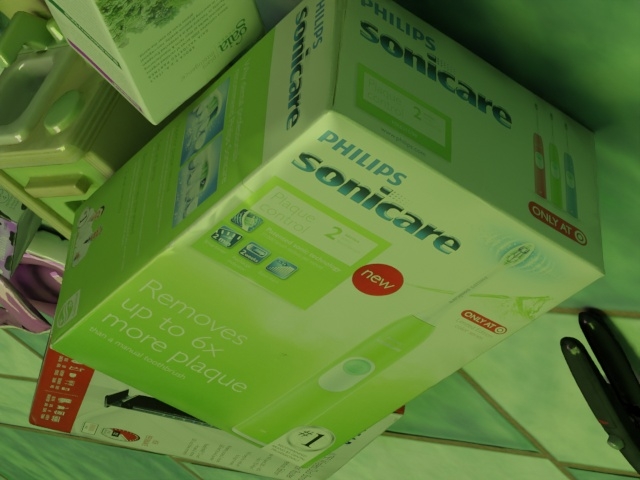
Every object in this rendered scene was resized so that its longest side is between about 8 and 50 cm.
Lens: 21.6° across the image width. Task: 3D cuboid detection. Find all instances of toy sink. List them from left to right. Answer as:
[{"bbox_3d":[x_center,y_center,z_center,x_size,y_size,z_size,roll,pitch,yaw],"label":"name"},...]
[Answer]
[{"bbox_3d":[-0.153,-0.081,1.171,0.153,0.131,0.234,-1,144,48],"label":"toy sink"}]

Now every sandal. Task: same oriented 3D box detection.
[{"bbox_3d":[-0.343,0.036,1.671,0.416,0.102,0.169,23,158,6],"label":"sandal"}]

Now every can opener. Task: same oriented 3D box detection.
[{"bbox_3d":[0.227,0.122,1.292,0.073,0.059,0.186,9,152,37],"label":"can opener"}]

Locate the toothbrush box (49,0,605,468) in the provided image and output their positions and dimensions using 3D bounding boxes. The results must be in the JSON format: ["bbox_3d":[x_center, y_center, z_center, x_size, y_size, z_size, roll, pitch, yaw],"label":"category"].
[{"bbox_3d":[0.000,0.000,1.028,0.206,0.122,0.283,30,132,-27],"label":"toothbrush box"}]

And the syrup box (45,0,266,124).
[{"bbox_3d":[-0.115,-0.178,0.932,0.096,0.093,0.237,43,167,27],"label":"syrup box"}]

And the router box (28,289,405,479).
[{"bbox_3d":[-0.102,0.126,1.534,0.301,0.082,0.335,13,159,-8],"label":"router box"}]

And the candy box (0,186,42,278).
[{"bbox_3d":[-0.347,-0.060,1.510,0.196,0.070,0.165,27,158,-2],"label":"candy box"}]
